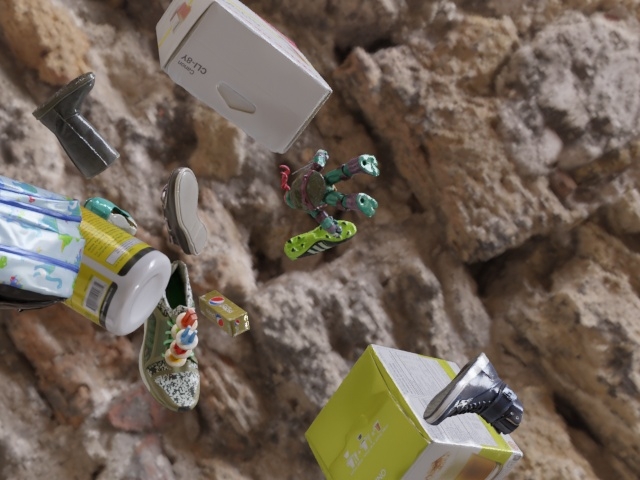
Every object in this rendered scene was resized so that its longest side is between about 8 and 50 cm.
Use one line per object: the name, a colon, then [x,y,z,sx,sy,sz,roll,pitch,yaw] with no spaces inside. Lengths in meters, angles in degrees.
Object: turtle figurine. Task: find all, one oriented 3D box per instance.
turtle figurine: [0.007,-0.091,1.527,0.234,0.118,0.175,-7,-88,47]

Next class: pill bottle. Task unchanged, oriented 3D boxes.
pill bottle: [-0.488,0.035,1.605,0.333,0.188,0.188,30,-21,10]

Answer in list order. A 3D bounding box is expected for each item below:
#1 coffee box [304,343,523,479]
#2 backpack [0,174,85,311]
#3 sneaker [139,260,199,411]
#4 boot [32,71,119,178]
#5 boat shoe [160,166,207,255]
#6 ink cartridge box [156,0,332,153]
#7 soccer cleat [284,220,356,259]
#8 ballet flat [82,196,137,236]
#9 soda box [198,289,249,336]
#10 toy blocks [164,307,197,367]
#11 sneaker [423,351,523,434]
coffee box: [0.225,0.518,2.019,0.334,0.338,0.338,17,26,-36]
backpack: [-0.548,0.002,1.256,0.290,0.273,0.355,-10,-34,43]
sneaker: [-0.380,0.233,2.045,0.182,0.158,0.411,-43,-126,55]
boot: [-0.552,-0.272,1.888,0.208,0.189,0.076,51,10,-25]
boat shoe: [-0.355,-0.069,1.957,0.095,0.112,0.335,16,-30,10]
ink cartridge box: [-0.161,-0.359,1.553,0.279,0.160,0.385,33,15,-25]
soccer cleat: [0.000,0.000,1.904,0.072,0.178,0.060,73,-1,-67]
ballet flat: [-0.519,-0.040,2.022,0.087,0.083,0.247,29,-7,16]
soda box: [-0.280,0.210,2.291,0.181,0.061,0.058,28,-47,46]
toy blocks: [-0.314,0.214,1.857,0.054,0.123,0.148,19,-39,-15]
sneaker: [0.324,0.353,1.636,0.163,0.226,0.086,52,-39,6]
